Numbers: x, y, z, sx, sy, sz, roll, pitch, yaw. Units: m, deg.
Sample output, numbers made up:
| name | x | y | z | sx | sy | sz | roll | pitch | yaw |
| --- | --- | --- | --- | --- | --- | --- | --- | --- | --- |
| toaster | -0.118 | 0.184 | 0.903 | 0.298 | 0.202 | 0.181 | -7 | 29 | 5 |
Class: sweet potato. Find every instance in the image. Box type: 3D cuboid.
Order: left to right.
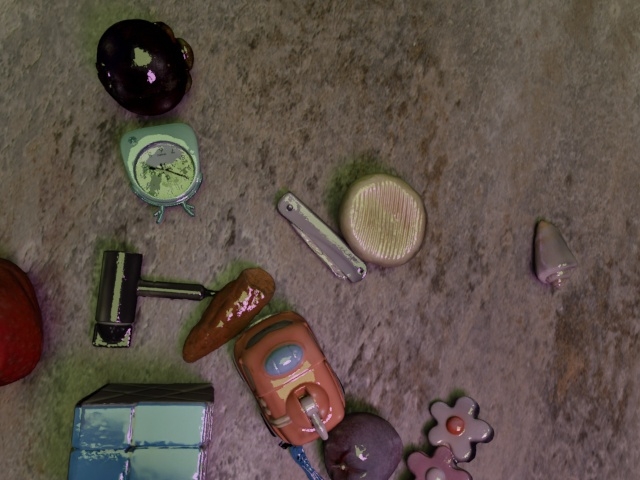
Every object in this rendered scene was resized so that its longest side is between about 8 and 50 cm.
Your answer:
| name | x | y | z | sx | sy | sz | roll | pitch | yaw |
| --- | --- | --- | --- | --- | --- | --- | --- | --- | --- |
| sweet potato | -0.199 | 0.157 | 1.019 | 0.251 | 0.097 | 0.097 | -45 | 93 | -9 |

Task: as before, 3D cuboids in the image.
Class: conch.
| name | x | y | z | sx | sy | sz | roll | pitch | yaw |
| --- | --- | --- | --- | --- | --- | --- | --- | --- | --- |
| conch | 0.581 | 0.038 | 1.210 | 0.104 | 0.094 | 0.176 | -9 | 57 | 1 |

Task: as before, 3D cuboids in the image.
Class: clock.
| name | x | y | z | sx | sy | sz | roll | pitch | yaw |
| --- | --- | --- | --- | --- | --- | --- | --- | --- | --- |
| clock | -0.335 | -0.142 | 1.044 | 0.159 | 0.066 | 0.211 | -11 | 85 | -12 |

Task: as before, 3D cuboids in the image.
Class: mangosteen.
| name | x | y | z | sx | sy | sz | roll | pitch | yaw |
| --- | --- | --- | --- | --- | --- | --- | --- | --- | --- |
| mangosteen | -0.352 | -0.370 | 1.023 | 0.230 | 0.194 | 0.194 | -34 | 90 | -39 |

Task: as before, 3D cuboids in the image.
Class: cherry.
| name | x | y | z | sx | sy | sz | roll | pitch | yaw |
| --- | --- | --- | --- | --- | --- | --- | --- | --- | --- |
| cherry | 0.087 | 0.441 | 1.016 | 0.176 | 0.140 | 0.176 | 1 | 89 | -40 |

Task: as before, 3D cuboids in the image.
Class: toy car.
| name | x | y | z | sx | sy | sz | roll | pitch | yaw |
| --- | --- | --- | --- | --- | --- | --- | --- | --- | --- |
| toy car | -0.057 | 0.275 | 0.965 | 0.180 | 0.212 | 0.270 | -28 | 84 | -13 |

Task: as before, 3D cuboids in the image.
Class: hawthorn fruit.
| name | x | y | z | sx | sy | sz | roll | pitch | yaw |
| --- | --- | --- | --- | --- | --- | --- | --- | --- | --- |
| hawthorn fruit | -0.632 | 0.151 | 0.863 | 0.258 | 0.258 | 0.262 | -38 | 128 | -13 |

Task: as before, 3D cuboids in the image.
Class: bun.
| name | x | y | z | sx | sy | sz | roll | pitch | yaw |
| --- | --- | --- | --- | --- | --- | --- | --- | --- | --- |
| bun | 0.137 | -0.046 | 1.102 | 0.222 | 0.127 | 0.222 | -1 | 96 | -14 |

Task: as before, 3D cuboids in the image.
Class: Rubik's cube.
| name | x | y | z | sx | sy | sz | roll | pitch | yaw |
| --- | --- | --- | --- | --- | --- | --- | --- | --- | --- |
| Rubik's cube | -0.320 | 0.395 | 0.897 | 0.231 | 0.221 | 0.225 | 4 | 81 | -11 |

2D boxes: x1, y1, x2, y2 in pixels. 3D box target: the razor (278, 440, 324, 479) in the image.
| name | x | y | z | sx | sy | sz | roll | pitch | yaw |
| --- | --- | --- | --- | --- | --- | --- | --- | --- | --- |
| razor | -0.002 | 0.516 | 1.039 | 0.253 | 0.042 | 0.082 | 56 | 40 | -1 |

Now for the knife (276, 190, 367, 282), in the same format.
| name | x | y | z | sx | sy | sz | roll | pitch | yaw |
| --- | --- | --- | --- | --- | --- | --- | --- | --- | --- |
| knife | 0.002 | -0.003 | 1.107 | 0.073 | 0.040 | 0.265 | -45 | 93 | -3 |

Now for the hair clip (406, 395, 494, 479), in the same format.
| name | x | y | z | sx | sy | sz | roll | pitch | yaw |
| --- | --- | --- | --- | --- | --- | --- | --- | --- | --- |
| hair clip | 0.280 | 0.466 | 1.065 | 0.146 | 0.075 | 0.257 | 25 | 61 | 23 |

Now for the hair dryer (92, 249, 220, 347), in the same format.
| name | x | y | z | sx | sy | sz | roll | pitch | yaw |
| --- | --- | --- | --- | --- | --- | --- | --- | --- | --- |
| hair dryer | -0.334 | 0.129 | 1.013 | 0.248 | 0.078 | 0.195 | 6 | 83 | -16 |
